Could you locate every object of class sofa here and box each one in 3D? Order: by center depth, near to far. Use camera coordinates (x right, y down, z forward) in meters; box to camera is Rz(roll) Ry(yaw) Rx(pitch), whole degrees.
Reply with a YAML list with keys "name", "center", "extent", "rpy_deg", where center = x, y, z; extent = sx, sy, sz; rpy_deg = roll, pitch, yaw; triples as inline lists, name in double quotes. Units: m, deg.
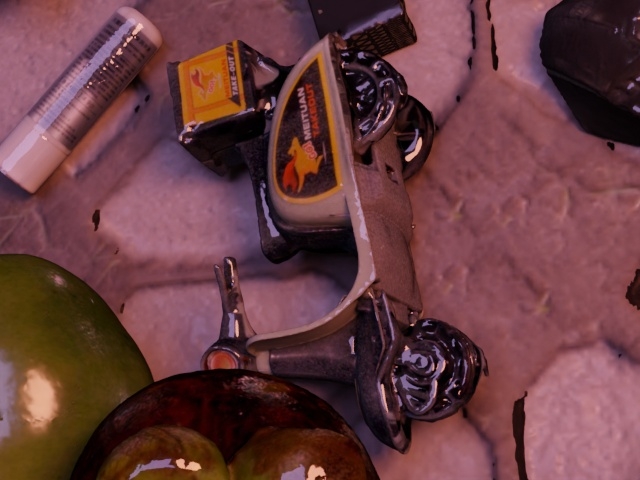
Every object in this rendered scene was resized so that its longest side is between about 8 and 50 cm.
- name: "sofa"
  center: [0.018, -0.173, 0.773]
  extent: [0.060, 0.039, 0.118]
  rpy_deg: [-22, 65, 12]

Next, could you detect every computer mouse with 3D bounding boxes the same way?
- name: "computer mouse"
  center: [0.209, -0.100, 0.666]
  extent: [0.192, 0.062, 0.105]
  rpy_deg: [27, 81, 27]

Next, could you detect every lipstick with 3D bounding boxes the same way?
- name: "lipstick"
  center: [-0.163, -0.096, 0.806]
  extent: [0.040, 0.040, 0.141]
  rpy_deg: [39, 86, 27]

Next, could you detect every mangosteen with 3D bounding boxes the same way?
- name: "mangosteen"
  center: [-0.041, 0.142, 0.572]
  extent: [0.172, 0.184, 0.172]
  rpy_deg: [5, 79, -24]

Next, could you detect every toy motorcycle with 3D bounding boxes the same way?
- name: "toy motorcycle"
  center: [0.000, 0.000, 0.688]
  extent: [0.157, 0.091, 0.263]
  rpy_deg: [-17, 67, 17]

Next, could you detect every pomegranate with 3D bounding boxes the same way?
- name: "pomegranate"
  center: [-0.191, 0.092, 0.643]
  extent: [0.187, 0.225, 0.187]
  rpy_deg: [-1, 79, 7]
